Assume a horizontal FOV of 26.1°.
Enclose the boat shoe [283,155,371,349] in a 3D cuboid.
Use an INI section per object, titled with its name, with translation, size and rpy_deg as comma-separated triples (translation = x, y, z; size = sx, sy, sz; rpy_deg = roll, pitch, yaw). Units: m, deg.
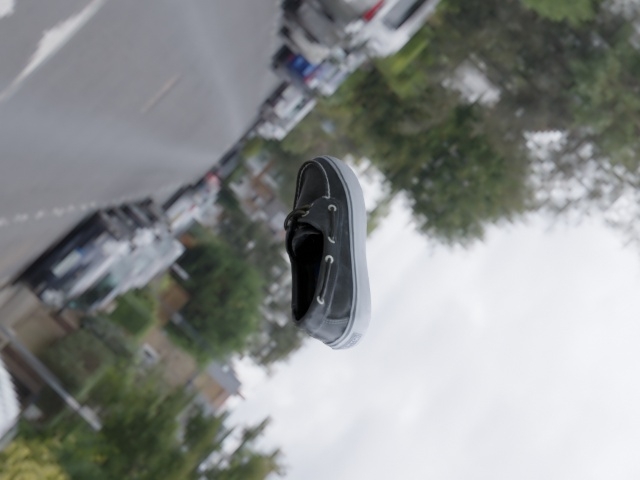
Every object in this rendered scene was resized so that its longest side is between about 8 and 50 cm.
[boat shoe]
translation = 0.000, 0.000, 0.820
size = 0.049, 0.040, 0.142
rpy_deg = -44, -141, 34
